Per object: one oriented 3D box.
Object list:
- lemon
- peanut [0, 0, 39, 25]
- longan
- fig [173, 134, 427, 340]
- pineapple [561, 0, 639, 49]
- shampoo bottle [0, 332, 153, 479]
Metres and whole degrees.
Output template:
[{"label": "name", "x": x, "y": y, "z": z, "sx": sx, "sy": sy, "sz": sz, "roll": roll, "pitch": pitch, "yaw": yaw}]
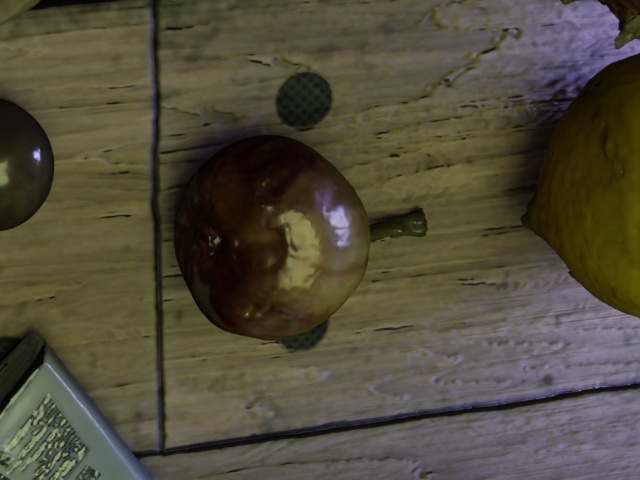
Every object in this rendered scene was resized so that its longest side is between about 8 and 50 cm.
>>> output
[{"label": "lemon", "x": 0.306, "y": -0.047, "z": 1.568, "sx": 0.254, "sy": 0.228, "sz": 0.228, "roll": -10, "pitch": 115, "yaw": -23}, {"label": "peanut", "x": -0.302, "y": -0.266, "z": 1.302, "sx": 0.152, "sy": 0.152, "sz": 0.313, "roll": -44, "pitch": 124, "yaw": 2}, {"label": "longan", "x": -0.257, "y": -0.058, "z": 1.436, "sx": 0.119, "sy": 0.106, "sz": 0.106, "roll": 23, "pitch": 106, "yaw": 14}, {"label": "fig", "x": 0.001, "y": 0.003, "z": 1.521, "sx": 0.231, "sy": 0.143, "sz": 0.160, "roll": 9, "pitch": 100, "yaw": -22}, {"label": "pineapple", "x": 0.310, "y": -0.297, "z": 1.431, "sx": 0.352, "sy": 0.300, "sz": 0.352, "roll": -9, "pitch": 111, "yaw": -23}, {"label": "shampoo bottle", "x": -0.184, "y": 0.215, "z": 1.587, "sx": 0.153, "sy": 0.071, "sz": 0.284, "roll": -47, "pitch": 121, "yaw": 0}]
